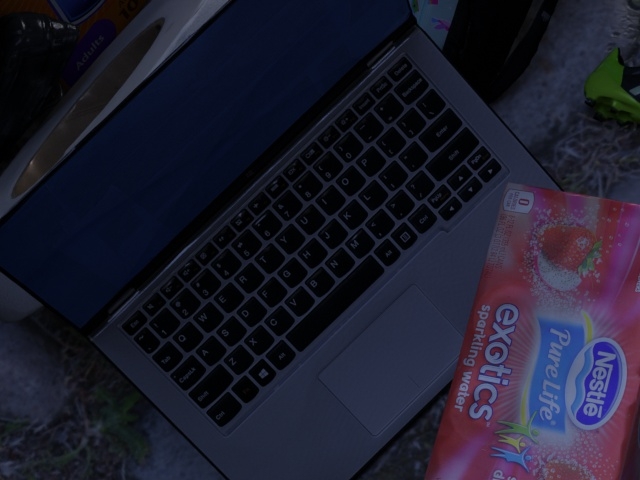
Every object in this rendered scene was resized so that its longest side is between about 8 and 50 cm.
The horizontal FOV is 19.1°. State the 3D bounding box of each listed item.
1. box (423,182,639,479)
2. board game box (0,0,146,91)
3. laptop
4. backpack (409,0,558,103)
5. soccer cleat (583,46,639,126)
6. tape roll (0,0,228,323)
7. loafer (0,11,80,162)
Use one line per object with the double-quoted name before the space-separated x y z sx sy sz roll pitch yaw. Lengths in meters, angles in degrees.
"box" 0.192 0.125 1.483 0.154 0.142 0.300 11 72 22
"board game box" -0.323 -0.435 1.855 0.356 0.356 0.356 33 80 28
"laptop" 0.000 0.000 1.489 0.382 0.408 0.236 -44 15 -3
"backpack" 0.125 -0.202 1.707 0.115 0.152 0.182 41 123 35
"soccer cleat" 0.314 -0.120 1.658 0.179 0.060 0.072 25 75 30
"tape roll" -0.180 -0.097 1.667 0.072 0.392 0.392 41 82 -15
"loafer" -0.286 -0.138 1.812 0.078 0.223 0.076 0 60 -24
